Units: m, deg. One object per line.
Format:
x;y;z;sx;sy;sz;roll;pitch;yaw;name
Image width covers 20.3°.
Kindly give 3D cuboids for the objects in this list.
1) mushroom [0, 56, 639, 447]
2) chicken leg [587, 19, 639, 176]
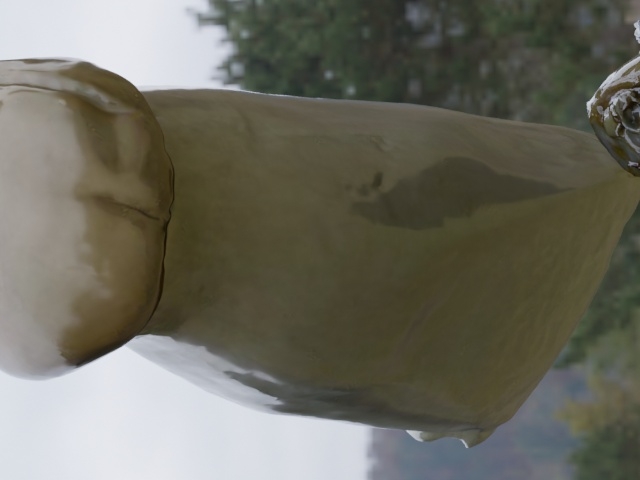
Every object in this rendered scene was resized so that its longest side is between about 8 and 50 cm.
-0.003;0.007;0.797;0.407;0.137;0.154;4;-56;-48;mushroom
0.219;-0.076;0.804;0.125;0.196;0.080;-20;-77;-72;chicken leg
